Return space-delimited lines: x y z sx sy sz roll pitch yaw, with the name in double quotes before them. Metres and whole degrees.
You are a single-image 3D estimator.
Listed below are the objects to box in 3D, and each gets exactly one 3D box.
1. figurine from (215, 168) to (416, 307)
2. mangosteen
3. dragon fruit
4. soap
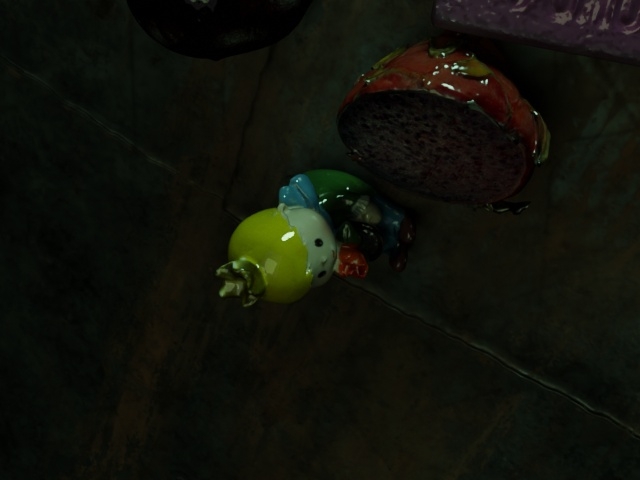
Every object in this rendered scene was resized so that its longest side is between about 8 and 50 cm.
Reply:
"figurine" -0.001 0.013 1.170 0.185 0.234 0.127 31 123 8
"mangosteen" -0.113 -0.319 1.067 0.211 0.211 0.249 -1 105 27
"dragon fruit" 0.141 -0.150 1.081 0.224 0.148 0.218 14 154 8
"soap" 0.248 -0.271 0.954 0.260 0.081 0.181 15 123 9
